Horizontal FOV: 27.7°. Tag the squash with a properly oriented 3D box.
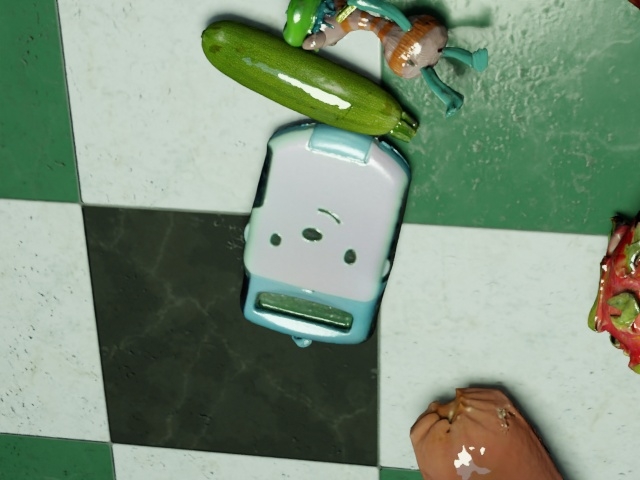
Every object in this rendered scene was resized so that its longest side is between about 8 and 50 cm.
[{"bbox_3d":[-0.010,-0.165,1.365,0.252,0.066,0.066,23,121,-4],"label":"squash"}]

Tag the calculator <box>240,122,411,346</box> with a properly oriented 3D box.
[{"bbox_3d":[0.000,0.000,1.466,0.172,0.051,0.293,13,121,2],"label":"calculator"}]

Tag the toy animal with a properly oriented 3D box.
[{"bbox_3d":[0.065,-0.204,1.309,0.208,0.100,0.103,29,160,7],"label":"toy animal"}]

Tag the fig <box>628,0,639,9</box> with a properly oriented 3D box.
[{"bbox_3d":[0.352,-0.246,1.210,0.207,0.175,0.175,-10,118,32],"label":"fig"}]

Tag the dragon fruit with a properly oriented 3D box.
[{"bbox_3d":[0.358,0.055,1.376,0.160,0.166,0.172,8,116,-40],"label":"dragon fruit"}]

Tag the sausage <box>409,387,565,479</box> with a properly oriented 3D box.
[{"bbox_3d":[0.213,0.297,1.539,0.152,0.152,0.280,-22,113,21],"label":"sausage"}]
